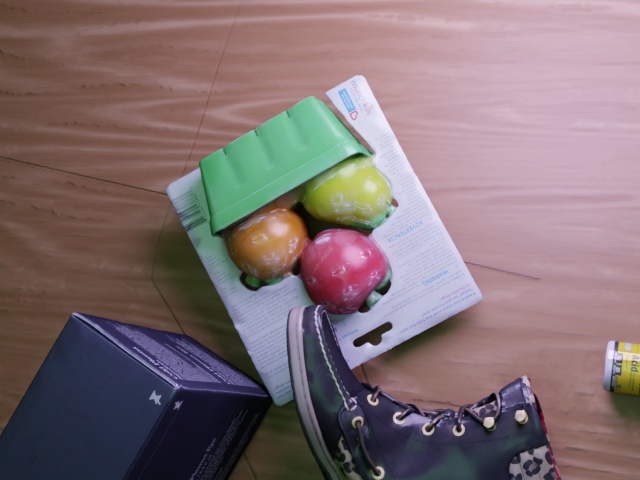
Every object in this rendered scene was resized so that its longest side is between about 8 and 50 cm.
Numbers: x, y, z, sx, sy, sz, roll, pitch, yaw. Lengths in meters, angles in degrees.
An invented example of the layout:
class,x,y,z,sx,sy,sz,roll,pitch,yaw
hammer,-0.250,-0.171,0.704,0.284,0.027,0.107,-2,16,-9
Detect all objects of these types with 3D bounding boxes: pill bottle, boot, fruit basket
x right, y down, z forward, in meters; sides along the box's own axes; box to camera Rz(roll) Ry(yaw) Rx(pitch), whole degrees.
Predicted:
class,x,y,z,sx,sy,sz,roll,pitch,yaw
pill bottle,0.413,0.162,1.216,0.116,0.065,0.065,5,81,18
boot,0.132,0.229,1.235,0.284,0.138,0.377,-19,89,12
fruit basket,0.000,0.000,1.356,0.327,0.165,0.353,-30,88,11

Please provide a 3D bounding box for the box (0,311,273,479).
class,x,y,z,sx,sy,sz,roll,pitch,yaw
box,-0.263,0.294,1.277,0.179,0.312,0.343,30,90,21
